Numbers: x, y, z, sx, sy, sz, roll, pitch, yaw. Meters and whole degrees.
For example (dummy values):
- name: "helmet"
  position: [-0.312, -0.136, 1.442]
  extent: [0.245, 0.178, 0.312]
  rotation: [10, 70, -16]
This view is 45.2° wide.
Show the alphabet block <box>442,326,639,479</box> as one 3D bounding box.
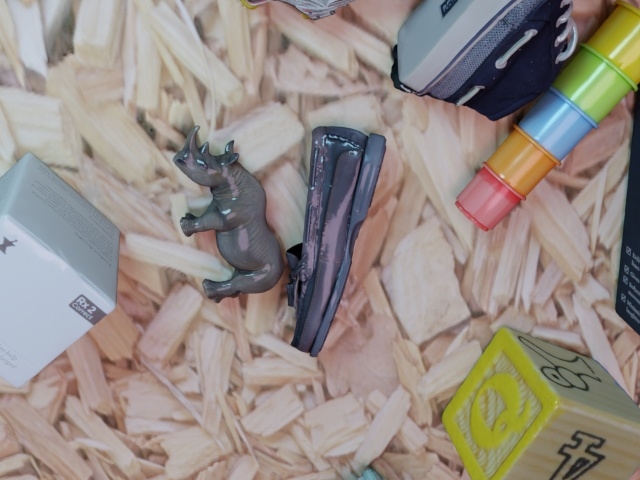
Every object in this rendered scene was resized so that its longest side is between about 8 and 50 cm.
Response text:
- name: "alphabet block"
  position: [0.329, 0.273, 1.128]
  extent: [0.197, 0.192, 0.193]
  rotation: [21, 108, -21]

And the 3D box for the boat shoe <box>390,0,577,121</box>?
- name: "boat shoe"
  position: [0.230, -0.262, 0.820]
  extent: [0.158, 0.127, 0.340]
  rotation: [17, 147, -25]

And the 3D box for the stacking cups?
- name: "stacking cups"
  position: [0.299, -0.140, 0.962]
  extent: [0.096, 0.096, 0.316]
  rotation: [31, 107, -24]

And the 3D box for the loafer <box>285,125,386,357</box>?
- name: "loafer"
  position: [0.000, 0.000, 0.978]
  extent: [0.095, 0.109, 0.303]
  rotation: [17, 107, 1]

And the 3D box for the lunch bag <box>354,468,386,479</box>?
- name: "lunch bag"
  position: [0.119, 0.488, 1.140]
  extent: [0.107, 0.279, 0.224]
  rotation: [-33, 117, 1]

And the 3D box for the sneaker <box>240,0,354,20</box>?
- name: "sneaker"
  position: [0.012, -0.293, 0.839]
  extent: [0.225, 0.088, 0.093]
  rotation: [0, 137, -12]

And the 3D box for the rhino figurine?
- name: "rhino figurine"
  position: [-0.115, -0.030, 0.941]
  extent: [0.106, 0.073, 0.243]
  rotation: [-15, 118, 0]

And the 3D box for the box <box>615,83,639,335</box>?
- name: "box"
  position: [0.555, -0.016, 0.970]
  extent: [0.211, 0.293, 0.396]
  rotation: [-11, 119, -7]

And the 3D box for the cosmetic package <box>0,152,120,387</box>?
- name: "cosmetic package"
  position: [-0.331, 0.028, 0.859]
  extent: [0.151, 0.184, 0.151]
  rotation: [-39, 117, 9]
